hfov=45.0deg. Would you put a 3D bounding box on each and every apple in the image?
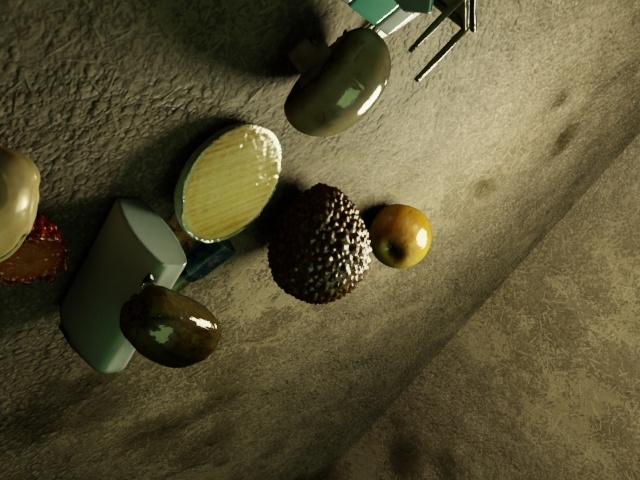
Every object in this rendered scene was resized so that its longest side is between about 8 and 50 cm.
[{"bbox_3d":[0.214,-0.015,2.073,0.155,0.182,0.182,-56,170,-45],"label":"apple"}]

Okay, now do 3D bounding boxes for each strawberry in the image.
[{"bbox_3d":[-0.496,0.014,1.297,0.145,0.086,0.145,-29,149,-20],"label":"strawberry"}]

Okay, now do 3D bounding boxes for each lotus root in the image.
[{"bbox_3d":[-0.258,0.155,1.359,0.124,0.123,0.241,-35,149,8],"label":"lotus root"}]

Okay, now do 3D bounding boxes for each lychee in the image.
[{"bbox_3d":[0.000,0.000,1.758,0.271,0.271,0.271,-30,151,-19],"label":"lychee"}]

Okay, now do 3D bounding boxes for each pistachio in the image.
[{"bbox_3d":[-0.542,-0.034,1.097,0.299,0.187,0.187,-23,149,-18],"label":"pistachio"}]

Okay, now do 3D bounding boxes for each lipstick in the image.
[{"bbox_3d":[-0.319,0.095,1.651,0.312,0.051,0.051,-38,155,11],"label":"lipstick"}]

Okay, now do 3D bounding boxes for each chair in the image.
[{"bbox_3d":[0.213,-0.454,1.397,0.272,0.166,0.188,-46,166,3],"label":"chair"}]

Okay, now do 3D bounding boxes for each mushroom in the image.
[{"bbox_3d":[0.021,-0.295,1.393,0.226,0.226,0.178,-42,112,3],"label":"mushroom"}]

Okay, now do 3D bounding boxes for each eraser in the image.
[{"bbox_3d":[-0.377,0.087,1.444,0.104,0.189,0.290,4,129,-47],"label":"eraser"}]

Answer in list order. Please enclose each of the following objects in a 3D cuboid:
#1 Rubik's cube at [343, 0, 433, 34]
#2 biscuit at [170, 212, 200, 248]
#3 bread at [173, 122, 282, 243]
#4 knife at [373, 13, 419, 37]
[{"bbox_3d":[0.107,-0.464,1.178,0.213,0.265,0.224,-35,156,23],"label":"Rubik's cube"},{"bbox_3d":[-0.242,-0.038,1.607,0.133,0.027,0.184,-44,154,7],"label":"biscuit"},{"bbox_3d":[-0.181,-0.114,1.515,0.267,0.040,0.267,-34,144,-29],"label":"bread"},{"bbox_3d":[0.194,-0.464,1.535,0.256,0.022,0.046,-37,157,-7],"label":"knife"}]
